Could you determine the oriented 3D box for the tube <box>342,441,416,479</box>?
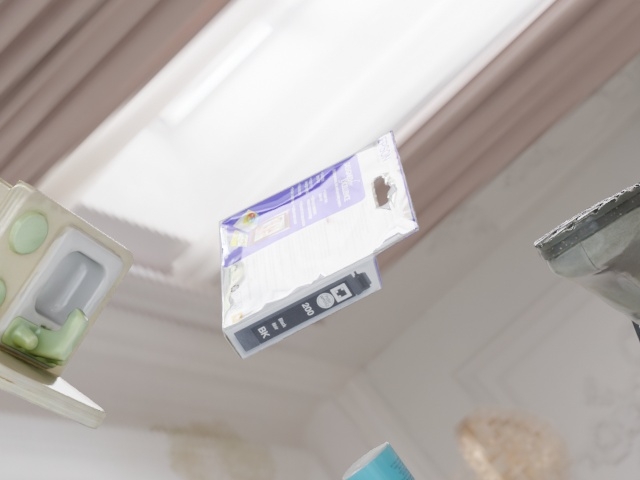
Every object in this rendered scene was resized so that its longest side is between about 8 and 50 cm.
[{"bbox_3d":[0.103,0.274,1.382,0.207,0.052,0.080,51,179,0],"label":"tube"}]

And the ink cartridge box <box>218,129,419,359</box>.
[{"bbox_3d":[0.000,0.000,1.499,0.045,0.208,0.206,55,-167,-28],"label":"ink cartridge box"}]

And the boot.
[{"bbox_3d":[0.229,0.049,0.983,0.246,0.083,0.161,3,-120,-63],"label":"boot"}]

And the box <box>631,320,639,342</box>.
[{"bbox_3d":[0.446,0.045,1.971,0.220,0.051,0.175,-30,-80,-54],"label":"box"}]

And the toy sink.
[{"bbox_3d":[-0.246,0.019,1.190,0.234,0.131,0.153,31,176,32],"label":"toy sink"}]
